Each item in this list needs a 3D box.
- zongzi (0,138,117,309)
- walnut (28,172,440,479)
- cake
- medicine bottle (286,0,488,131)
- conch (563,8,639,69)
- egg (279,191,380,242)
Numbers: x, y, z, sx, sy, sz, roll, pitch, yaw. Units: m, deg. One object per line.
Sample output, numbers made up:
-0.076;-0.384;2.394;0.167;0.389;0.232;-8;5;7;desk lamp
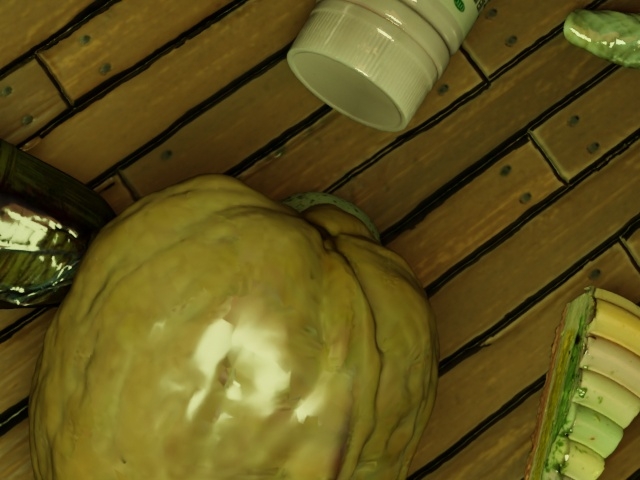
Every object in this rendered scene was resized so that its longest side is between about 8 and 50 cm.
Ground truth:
-0.342;0.042;1.435;0.286;0.138;0.300;30;90;-13;zongzi
-0.074;0.129;1.378;0.306;0.306;0.344;23;101;-7;walnut
0.236;0.161;1.530;0.090;0.109;0.225;19;77;-8;cake
0.084;-0.231;1.555;0.133;0.133;0.249;34;75;-4;medicine bottle
0.429;-0.181;1.604;0.386;0.169;0.203;23;51;-9;conch
0.000;0.000;1.523;0.110;0.085;0.085;0;80;-30;egg
